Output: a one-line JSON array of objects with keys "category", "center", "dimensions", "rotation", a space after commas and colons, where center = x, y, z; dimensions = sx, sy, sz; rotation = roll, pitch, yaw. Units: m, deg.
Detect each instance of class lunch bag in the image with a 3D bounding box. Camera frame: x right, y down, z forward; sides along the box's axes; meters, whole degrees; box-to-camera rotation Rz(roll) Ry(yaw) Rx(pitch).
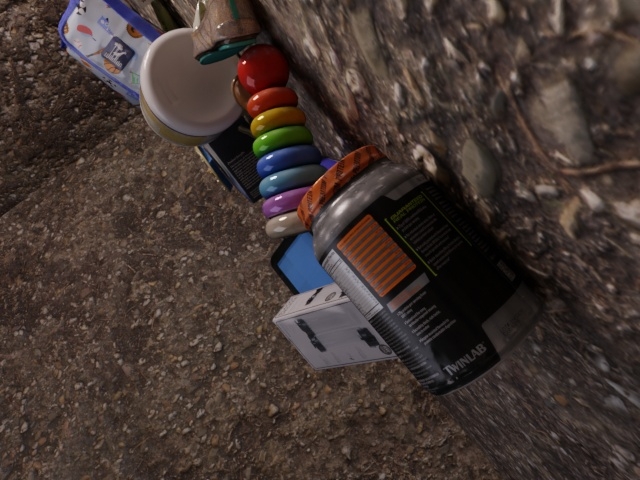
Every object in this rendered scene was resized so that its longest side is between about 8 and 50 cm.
[{"category": "lunch bag", "center": [-0.590, -0.587, 1.421], "dimensions": [0.328, 0.239, 0.385], "rotation": [37, 164, -28]}]

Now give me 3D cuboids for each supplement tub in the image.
[{"category": "supplement tub", "center": [-0.331, -0.368, 1.190], "dimensions": [0.241, 0.241, 0.331], "rotation": [52, 165, -17]}, {"category": "supplement tub", "center": [0.123, 0.032, 0.647], "dimensions": [0.316, 0.193, 0.193], "rotation": [50, 174, 11]}]

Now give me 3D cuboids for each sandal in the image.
[{"category": "sandal", "center": [-0.174, -0.317, 1.385], "dimensions": [0.180, 0.049, 0.072], "rotation": [33, -171, 34]}]

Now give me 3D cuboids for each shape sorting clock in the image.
[{"category": "shape sorting clock", "center": [-0.376, -0.250, 1.624], "dimensions": [0.206, 0.040, 0.206], "rotation": [51, 175, 6]}]

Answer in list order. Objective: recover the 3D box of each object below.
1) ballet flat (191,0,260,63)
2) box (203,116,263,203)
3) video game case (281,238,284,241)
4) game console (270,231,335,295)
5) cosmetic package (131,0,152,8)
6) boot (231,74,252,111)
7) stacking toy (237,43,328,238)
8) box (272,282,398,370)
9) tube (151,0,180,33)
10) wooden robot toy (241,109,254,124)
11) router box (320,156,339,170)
[{"category": "ballet flat", "center": [-0.180, -0.395, 0.858], "dimensions": [0.316, 0.107, 0.106], "rotation": [28, 137, 62]}, {"category": "box", "center": [-0.278, -0.310, 1.609], "dimensions": [0.294, 0.183, 0.296], "rotation": [55, 173, -22]}, {"category": "video game case", "center": [-0.125, 0.007, 1.696], "dimensions": [0.274, 0.026, 0.196], "rotation": [72, 173, -48]}, {"category": "game console", "center": [-0.013, 0.056, 1.095], "dimensions": [0.293, 0.173, 0.250], "rotation": [47, 174, 25]}, {"category": "cosmetic package", "center": [-0.550, -0.763, 1.345], "dimensions": [0.231, 0.085, 0.117], "rotation": [43, 171, 39]}, {"category": "boot", "center": [-0.105, -0.280, 1.049], "dimensions": [0.152, 0.073, 0.197], "rotation": [46, -177, 40]}, {"category": "stacking toy", "center": [-0.061, -0.176, 0.806], "dimensions": [0.141, 0.141, 0.330], "rotation": [159, 97, -84]}, {"category": "box", "center": [0.051, 0.176, 0.996], "dimensions": [0.290, 0.087, 0.169], "rotation": [-25, 109, 44]}, {"category": "tube", "center": [-0.474, -0.667, 1.491], "dimensions": [0.070, 0.062, 0.240], "rotation": [4, 154, 12]}, {"category": "wooden robot toy", "center": [-0.238, -0.382, 1.353], "dimensions": [0.076, 0.079, 0.173], "rotation": [50, 174, 7]}, {"category": "router box", "center": [0.097, -0.026, 1.011], "dimensions": [0.301, 0.082, 0.335], "rotation": [53, 174, -24]}]
